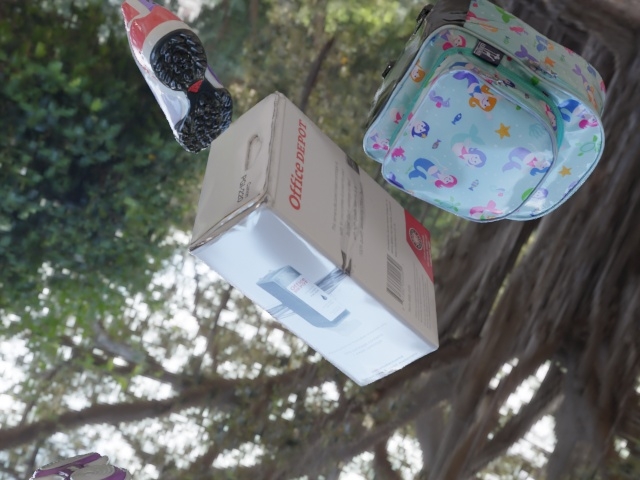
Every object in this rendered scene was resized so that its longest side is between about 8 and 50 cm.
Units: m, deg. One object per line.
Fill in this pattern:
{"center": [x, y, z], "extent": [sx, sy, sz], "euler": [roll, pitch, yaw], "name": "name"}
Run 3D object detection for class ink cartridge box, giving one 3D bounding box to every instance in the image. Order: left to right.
{"center": [0.000, 0.000, 0.835], "extent": [0.218, 0.092, 0.158], "euler": [43, -150, -29], "name": "ink cartridge box"}

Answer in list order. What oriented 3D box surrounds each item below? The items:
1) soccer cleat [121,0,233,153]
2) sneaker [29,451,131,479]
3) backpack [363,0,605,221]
{"center": [-0.218, -0.250, 1.473], "extent": [0.116, 0.109, 0.318], "euler": [49, 171, 24], "name": "soccer cleat"}
{"center": [-0.315, 0.370, 1.284], "extent": [0.114, 0.152, 0.305], "euler": [-14, -179, -22], "name": "sneaker"}
{"center": [0.201, -0.137, 1.117], "extent": [0.254, 0.225, 0.191], "euler": [24, -138, -11], "name": "backpack"}
